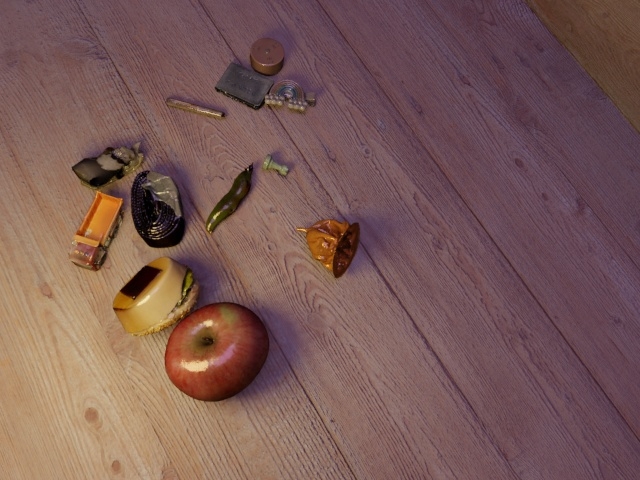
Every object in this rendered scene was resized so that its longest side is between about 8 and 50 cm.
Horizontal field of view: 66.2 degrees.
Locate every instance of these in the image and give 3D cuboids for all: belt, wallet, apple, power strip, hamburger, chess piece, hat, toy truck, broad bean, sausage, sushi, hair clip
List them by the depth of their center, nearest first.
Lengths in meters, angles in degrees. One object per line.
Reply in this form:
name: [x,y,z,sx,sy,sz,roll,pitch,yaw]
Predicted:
apple: [-0.340,0.376,1.654,0.344,0.269,0.345,-5,55,7]
hamburger: [-0.553,0.195,1.670,0.302,0.302,0.170,-47,120,-20]
toy truck: [-0.806,-0.032,1.781,0.114,0.135,0.271,17,69,-3]
belt: [-0.608,-0.123,1.829,0.184,0.164,0.289,-14,71,-7]
hat: [0.000,0.000,1.871,0.233,0.234,0.244,24,26,21]
sushi: [-0.798,-0.285,1.899,0.134,0.109,0.273,37,55,9]
broad bean: [-0.344,-0.169,1.937,0.077,0.061,0.339,28,68,10]
chess piece: [-0.182,-0.305,2.011,0.103,0.067,0.067,23,69,-9]
sausage: [-0.523,-0.553,2.059,0.268,0.033,0.033,14,70,-4]
hair clip: [-0.125,-0.629,2.128,0.220,0.054,0.140,10,71,-8]
wallet: [-0.325,-0.673,2.129,0.222,0.036,0.167,26,69,1]
power strip: [-0.238,-0.811,2.168,0.154,0.078,0.154,3,72,-8]
